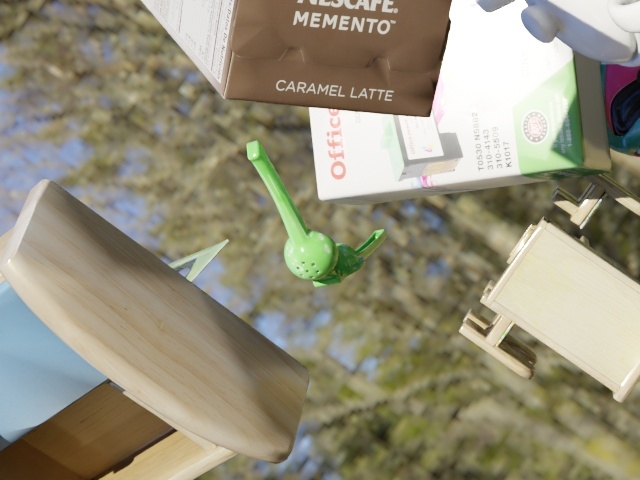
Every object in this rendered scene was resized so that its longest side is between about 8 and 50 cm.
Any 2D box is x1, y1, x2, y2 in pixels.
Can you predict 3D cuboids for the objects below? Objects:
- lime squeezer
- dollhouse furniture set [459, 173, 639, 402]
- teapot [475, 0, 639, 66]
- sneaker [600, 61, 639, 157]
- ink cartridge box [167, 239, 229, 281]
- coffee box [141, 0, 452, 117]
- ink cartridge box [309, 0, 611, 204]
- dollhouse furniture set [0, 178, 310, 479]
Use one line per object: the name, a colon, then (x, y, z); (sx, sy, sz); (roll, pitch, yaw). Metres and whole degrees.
lime squeezer: (0.000, 0.000, 1.824); (0.059, 0.110, 0.310); (-29, -27, 17)
dollhouse furniture set: (0.265, 0.053, 1.745); (0.212, 0.161, 0.242); (-56, -3, 10)
teapot: (0.230, -0.221, 1.320); (0.187, 0.252, 0.256); (-43, -25, -7)
sneaker: (0.364, -0.202, 1.777); (0.124, 0.178, 0.295); (-30, -29, -53)
ink cartridge box: (-0.157, 0.059, 1.021); (0.209, 0.062, 0.109); (-49, 12, -27)
coffee box: (-0.027, -0.170, 1.114); (0.141, 0.246, 0.098); (2, -66, -23)
ink cartridge box: (0.131, -0.150, 1.715); (0.117, 0.278, 0.201); (-1, -96, -66)
dollhouse furniture set: (-0.110, 0.189, 0.642); (0.198, 0.286, 0.303); (-33, 29, 38)
